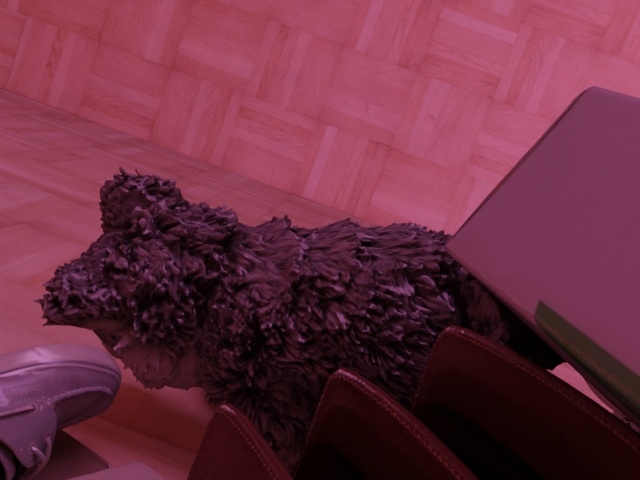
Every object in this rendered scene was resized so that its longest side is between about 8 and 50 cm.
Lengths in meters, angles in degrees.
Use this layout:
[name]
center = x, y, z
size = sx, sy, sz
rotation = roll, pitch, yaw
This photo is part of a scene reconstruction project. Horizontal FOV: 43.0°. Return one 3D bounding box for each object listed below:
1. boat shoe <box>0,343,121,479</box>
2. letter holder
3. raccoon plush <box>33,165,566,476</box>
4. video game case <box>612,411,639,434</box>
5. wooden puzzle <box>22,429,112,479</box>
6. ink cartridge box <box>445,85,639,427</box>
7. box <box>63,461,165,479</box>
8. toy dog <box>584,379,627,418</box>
[boat shoe]
center = -0.217, 0.126, 0.516
size = 0.228, 0.079, 0.081
rotation = -3, 49, -51
[letter holder]
center = 0.047, 0.165, 0.395
size = 0.152, 0.214, 0.302
rotation = 16, 10, -24
[raccoon plush]
center = 0.000, 0.000, 0.634
size = 0.299, 0.446, 0.216
rotation = 38, 29, -18
[video game case]
center = 0.480, 0.217, 0.932
size = 0.270, 0.244, 0.061
rotation = 26, 38, 36
[wooden puzzle]
center = -0.195, 0.157, 0.569
size = 0.116, 0.014, 0.079
rotation = 26, 15, 34
[ink cartridge box]
center = 0.230, 0.076, 0.397
size = 0.289, 0.121, 0.211
rotation = 40, 4, -24
[box]
center = -0.147, 0.171, 0.286
size = 0.094, 0.113, 0.275
rotation = 26, 12, 30
[toy dog]
center = 0.390, 0.146, 0.722
size = 0.285, 0.395, 0.408
rotation = 36, 13, -24
